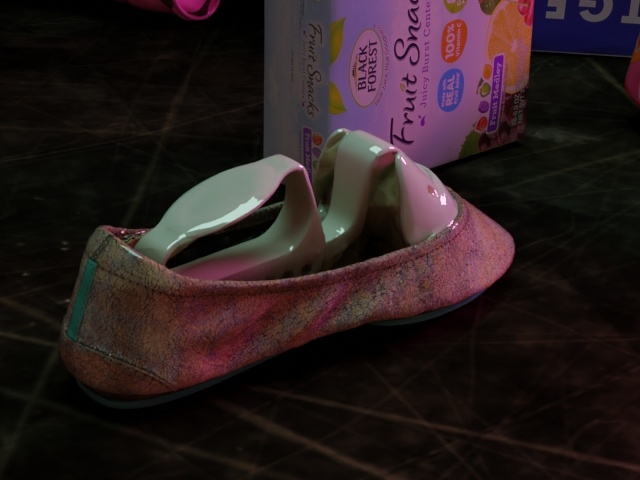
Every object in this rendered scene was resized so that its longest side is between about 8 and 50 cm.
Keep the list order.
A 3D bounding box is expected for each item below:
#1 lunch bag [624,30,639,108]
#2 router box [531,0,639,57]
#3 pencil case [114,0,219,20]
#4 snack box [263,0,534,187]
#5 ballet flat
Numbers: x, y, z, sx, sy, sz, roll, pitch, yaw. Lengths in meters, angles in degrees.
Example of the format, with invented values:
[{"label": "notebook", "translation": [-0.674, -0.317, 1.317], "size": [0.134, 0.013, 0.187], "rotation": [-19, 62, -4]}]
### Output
[{"label": "lunch bag", "translation": [0.402, -0.118, 1.251], "size": [0.258, 0.120, 0.293], "rotation": [-12, 30, -40]}, {"label": "router box", "translation": [0.219, -0.253, 1.554], "size": [0.335, 0.082, 0.301], "rotation": [3, 24, -2]}, {"label": "pencil case", "translation": [-0.190, -0.247, 1.474], "size": [0.209, 0.095, 0.098], "rotation": [13, -5, 21]}, {"label": "snack box", "translation": [0.057, -0.136, 1.153], "size": [0.207, 0.174, 0.070], "rotation": [-19, 29, -40]}, {"label": "ballet flat", "translation": [0.000, 0.000, 0.922], "size": [0.107, 0.106, 0.316], "rotation": [24, 31, 38]}]
